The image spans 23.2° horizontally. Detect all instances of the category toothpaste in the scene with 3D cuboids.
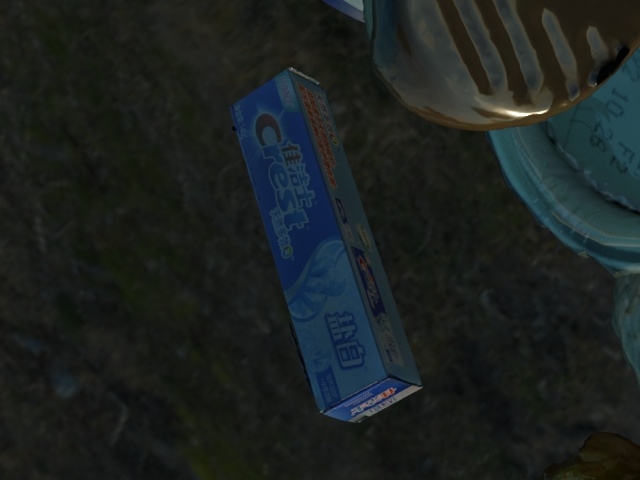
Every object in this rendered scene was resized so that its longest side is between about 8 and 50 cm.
[{"bbox_3d":[0.000,0.000,1.165,0.066,0.053,0.272,-32,59,26],"label":"toothpaste"}]

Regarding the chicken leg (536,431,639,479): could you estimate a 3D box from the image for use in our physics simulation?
[{"bbox_3d":[0.200,0.251,1.023,0.107,0.087,0.251,-15,90,33],"label":"chicken leg"}]

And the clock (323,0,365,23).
[{"bbox_3d":[0.022,-0.295,1.401,0.230,0.230,0.083,43,119,2],"label":"clock"}]

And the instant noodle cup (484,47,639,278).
[{"bbox_3d":[0.252,-0.102,0.807,0.284,0.312,0.284,15,111,48],"label":"instant noodle cup"}]

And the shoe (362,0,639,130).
[{"bbox_3d":[0.077,-0.147,0.475,0.103,0.275,0.098,42,152,-21],"label":"shoe"}]

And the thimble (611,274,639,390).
[{"bbox_3d":[0.356,0.063,1.280,0.219,0.219,0.150,49,146,-5],"label":"thimble"}]
